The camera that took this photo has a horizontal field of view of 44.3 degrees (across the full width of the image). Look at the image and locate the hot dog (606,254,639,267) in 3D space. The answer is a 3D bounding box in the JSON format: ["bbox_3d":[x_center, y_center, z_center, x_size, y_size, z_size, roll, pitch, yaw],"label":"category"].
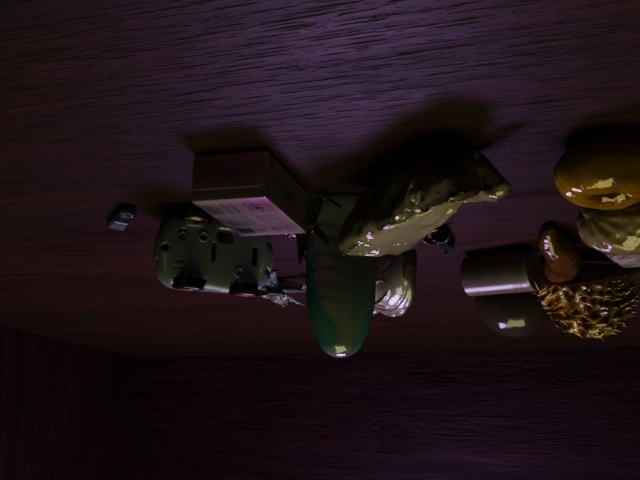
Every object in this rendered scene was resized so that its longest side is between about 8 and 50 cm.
[{"bbox_3d":[0.750,0.028,1.911,0.099,0.053,0.192,-8,165,34],"label":"hot dog"}]

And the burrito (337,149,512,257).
[{"bbox_3d":[0.175,-0.075,1.419,0.190,0.135,0.332,-1,164,-27],"label":"burrito"}]

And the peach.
[{"bbox_3d":[0.479,-0.114,1.322,0.179,0.103,0.179,-2,163,-1],"label":"peach"}]

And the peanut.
[{"bbox_3d":[0.640,-0.044,1.483,0.291,0.143,0.159,-1,175,-2],"label":"peanut"}]

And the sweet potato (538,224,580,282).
[{"bbox_3d":[0.573,0.035,1.879,0.097,0.097,0.292,-4,159,17],"label":"sweet potato"}]

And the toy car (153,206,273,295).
[{"bbox_3d":[-0.250,0.031,1.779,0.270,0.180,0.212,7,173,-23],"label":"toy car"}]

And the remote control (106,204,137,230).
[{"bbox_3d":[-0.442,-0.049,1.756,0.043,0.027,0.152,3,167,-25],"label":"remote control"}]

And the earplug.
[{"bbox_3d":[0.045,0.083,1.642,0.185,0.324,0.185,0,164,0],"label":"earplug"}]

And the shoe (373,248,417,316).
[{"bbox_3d":[0.105,0.110,2.023,0.198,0.172,0.351,11,160,-22],"label":"shoe"}]

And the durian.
[{"bbox_3d":[0.708,0.163,2.048,0.305,0.195,0.185,-5,-169,-7],"label":"durian"}]

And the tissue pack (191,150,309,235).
[{"bbox_3d":[-0.124,-0.083,1.485,0.149,0.092,0.246,-2,164,15],"label":"tissue pack"}]

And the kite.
[{"bbox_3d":[-0.021,-0.036,1.600,0.010,0.183,0.160,4,-151,-34],"label":"kite"}]

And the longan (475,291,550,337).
[{"bbox_3d":[0.547,0.174,2.194,0.220,0.196,0.196,-18,159,19],"label":"longan"}]

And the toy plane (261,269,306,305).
[{"bbox_3d":[-0.124,0.142,2.363,0.226,0.058,0.226,-5,147,20],"label":"toy plane"}]

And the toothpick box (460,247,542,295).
[{"bbox_3d":[0.463,0.083,2.015,0.181,0.111,0.111,-9,162,35],"label":"toothpick box"}]

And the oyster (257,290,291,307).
[{"bbox_3d":[-0.138,0.178,2.501,0.108,0.053,0.166,36,161,-18],"label":"oyster"}]

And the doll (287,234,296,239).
[{"bbox_3d":[0.000,0.000,1.845,0.195,0.062,0.104,20,145,-32],"label":"doll"}]

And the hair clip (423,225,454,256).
[{"bbox_3d":[0.301,0.011,1.901,0.070,0.039,0.229,-6,164,19],"label":"hair clip"}]
